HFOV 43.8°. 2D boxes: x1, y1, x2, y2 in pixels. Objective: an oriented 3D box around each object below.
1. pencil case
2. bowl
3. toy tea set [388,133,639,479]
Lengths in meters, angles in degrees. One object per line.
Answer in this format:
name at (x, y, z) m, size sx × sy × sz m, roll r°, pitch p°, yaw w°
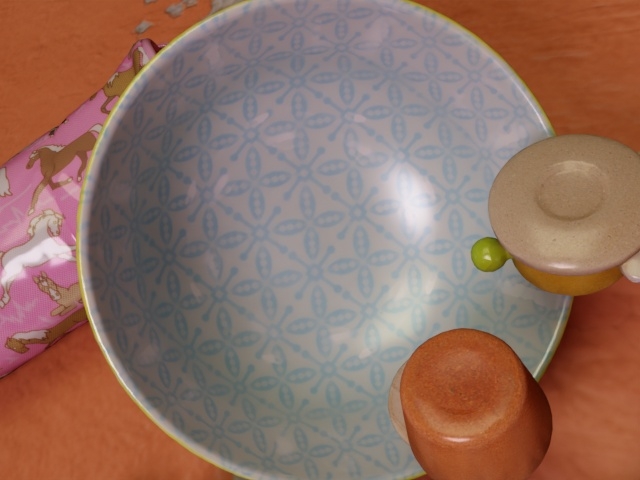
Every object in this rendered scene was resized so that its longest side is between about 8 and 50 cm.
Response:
pencil case at (-0.240, -0.005, 0.677) m, size 0.386 × 0.167 × 0.160 m, roll -33°, pitch 14°, yaw 6°
bowl at (0.000, 0.000, 0.521) m, size 0.289 × 0.289 × 0.156 m, roll -47°, pitch 7°, yaw -5°
toy tea set at (0.197, 0.037, 0.413) m, size 0.336 × 0.124 × 0.199 m, roll -11°, pitch 56°, yaw 14°
